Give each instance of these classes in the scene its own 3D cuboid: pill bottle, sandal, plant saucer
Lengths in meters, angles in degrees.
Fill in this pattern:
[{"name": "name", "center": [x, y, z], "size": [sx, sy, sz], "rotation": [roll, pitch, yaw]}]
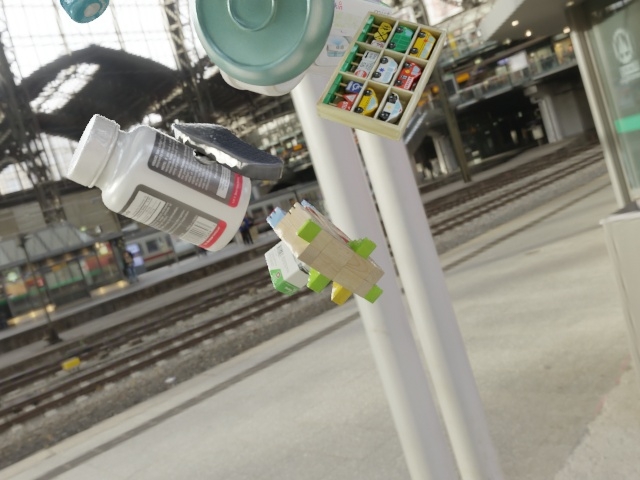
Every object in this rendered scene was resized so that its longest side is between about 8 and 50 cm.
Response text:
[{"name": "pill bottle", "center": [-0.311, -0.114, 1.183], "size": [0.318, 0.177, 0.176], "rotation": [25, -19, -27]}, {"name": "sandal", "center": [-0.160, -0.135, 0.955], "size": [0.097, 0.055, 0.254], "rotation": [-7, 28, -39]}, {"name": "plant saucer", "center": [-0.127, -0.464, 1.190], "size": [0.317, 0.318, 0.043], "rotation": [-16, 12, 25]}]

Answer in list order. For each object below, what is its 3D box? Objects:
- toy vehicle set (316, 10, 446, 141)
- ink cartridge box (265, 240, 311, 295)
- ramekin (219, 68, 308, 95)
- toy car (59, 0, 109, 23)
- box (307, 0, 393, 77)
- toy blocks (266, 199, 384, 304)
[{"name": "toy vehicle set", "center": [0.120, -0.320, 1.162], "size": [0.165, 0.267, 0.035], "rotation": [19, -26, 14]}, {"name": "ink cartridge box", "center": [-0.065, 0.055, 1.968], "size": [0.208, 0.153, 0.086], "rotation": [-37, -42, 21]}, {"name": "ramekin", "center": [-0.106, -0.459, 1.399], "size": [0.127, 0.273, 0.273], "rotation": [28, 20, 16]}, {"name": "toy car", "center": [-0.358, -0.505, 0.916], "size": [0.238, 0.219, 0.210], "rotation": [-39, -3, -9]}, {"name": "box", "center": [0.038, -0.597, 1.737], "size": [0.261, 0.231, 0.127], "rotation": [2, 34, -33]}, {"name": "toy blocks", "center": [0.000, 0.000, 1.660], "size": [0.191, 0.381, 0.261], "rotation": [-49, 44, 7]}]
